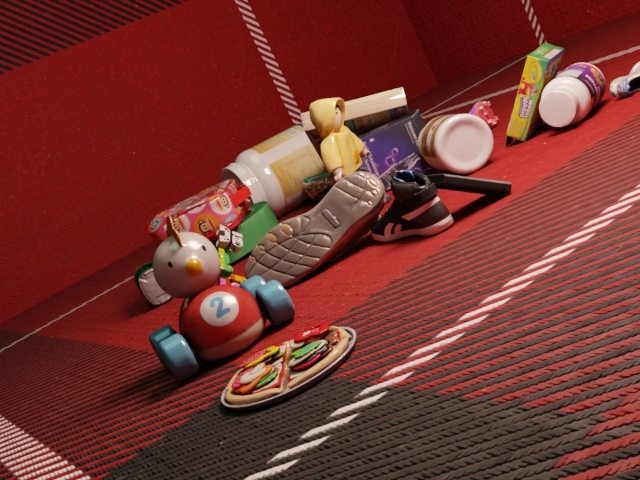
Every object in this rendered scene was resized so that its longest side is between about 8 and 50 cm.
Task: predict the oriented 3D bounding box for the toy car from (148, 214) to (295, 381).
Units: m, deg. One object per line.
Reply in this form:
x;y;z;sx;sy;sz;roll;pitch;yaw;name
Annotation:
-0.202;0.069;1.377;0.219;0.238;0.210;-29;11;-16;toy car

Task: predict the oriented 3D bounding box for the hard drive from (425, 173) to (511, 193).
0.261;-0.101;1.509;0.135;0.022;0.094;5;1;-19;hard drive

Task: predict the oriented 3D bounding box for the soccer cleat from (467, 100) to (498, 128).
0.406;-0.310;2.250;0.095;0.083;0.248;-25;12;33;soccer cleat

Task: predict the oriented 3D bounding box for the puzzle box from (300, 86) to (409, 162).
0.118;-0.289;2.290;0.272;0.052;0.409;-14;-14;8;puzzle box

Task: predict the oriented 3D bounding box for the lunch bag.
-0.290;-0.069;2.142;0.258;0.120;0.293;-27;11;9;lunch bag

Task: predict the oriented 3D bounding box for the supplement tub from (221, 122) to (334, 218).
-0.122;-0.202;2.561;0.316;0.228;0.228;-30;11;-23;supplement tub

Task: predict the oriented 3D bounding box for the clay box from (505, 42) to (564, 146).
0.483;-0.322;1.896;0.053;0.222;0.127;23;35;23;clay box

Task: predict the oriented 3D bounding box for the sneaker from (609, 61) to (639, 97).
0.705;-0.354;1.841;0.135;0.052;0.058;-36;22;-14;sneaker

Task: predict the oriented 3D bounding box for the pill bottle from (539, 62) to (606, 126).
0.548;-0.315;1.834;0.108;0.108;0.193;-17;14;40;pill bottle

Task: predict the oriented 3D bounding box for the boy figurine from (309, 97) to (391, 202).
0.065;-0.201;1.952;0.092;0.285;0.177;-19;9;34;boy figurine

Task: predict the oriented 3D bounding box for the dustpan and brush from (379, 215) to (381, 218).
0.015;-0.017;1.775;0.147;0.060;0.211;-16;14;43;dustpan and brush

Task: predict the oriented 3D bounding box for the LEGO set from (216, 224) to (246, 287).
-0.177;0.077;1.702;0.087;0.093;0.227;-59;23;30;LEGO set

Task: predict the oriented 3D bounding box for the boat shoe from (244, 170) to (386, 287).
0.000;0.000;1.647;0.324;0.123;0.116;-35;-23;0;boat shoe

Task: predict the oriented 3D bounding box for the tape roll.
-0.265;0.005;2.256;0.321;0.077;0.321;-28;12;7;tape roll

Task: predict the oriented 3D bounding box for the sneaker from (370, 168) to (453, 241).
0.150;-0.070;1.539;0.079;0.121;0.217;-31;11;-30;sneaker

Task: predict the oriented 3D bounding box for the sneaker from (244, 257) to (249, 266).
-0.094;0.040;1.808;0.175;0.064;0.067;-22;30;48;sneaker

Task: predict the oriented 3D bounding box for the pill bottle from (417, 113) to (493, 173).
0.299;-0.223;1.916;0.131;0.131;0.229;-27;10;-3;pill bottle

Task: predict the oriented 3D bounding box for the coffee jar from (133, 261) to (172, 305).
-0.424;0.107;2.127;0.079;0.096;0.184;-30;11;-13;coffee jar

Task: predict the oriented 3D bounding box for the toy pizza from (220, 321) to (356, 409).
-0.047;0.160;1.120;0.201;0.032;0.201;-25;10;5;toy pizza

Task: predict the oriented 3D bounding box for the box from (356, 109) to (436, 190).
0.181;-0.218;2.120;0.207;0.153;0.108;-23;11;21;box

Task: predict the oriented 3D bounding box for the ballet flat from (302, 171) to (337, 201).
0.055;-0.173;2.414;0.241;0.077;0.091;-16;9;37;ballet flat
